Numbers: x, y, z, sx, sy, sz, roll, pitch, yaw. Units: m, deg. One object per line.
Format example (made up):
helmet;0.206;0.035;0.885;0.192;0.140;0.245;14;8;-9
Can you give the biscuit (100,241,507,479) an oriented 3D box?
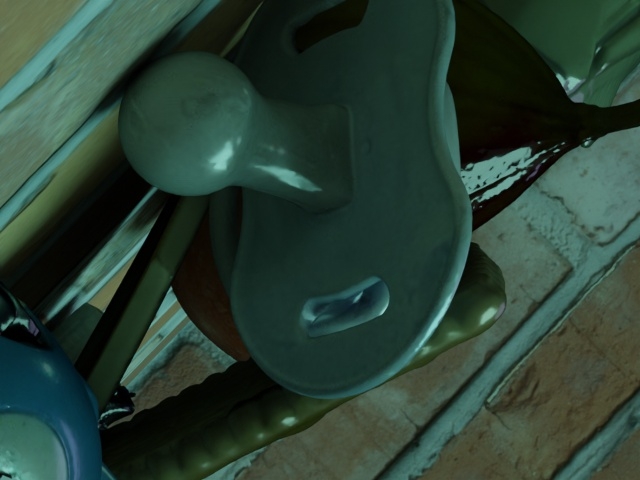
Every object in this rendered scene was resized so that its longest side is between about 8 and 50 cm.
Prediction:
biscuit;-0.022;0.097;1.250;0.324;0.044;0.217;-28;-176;5

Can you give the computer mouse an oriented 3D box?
computer mouse;0.192;-0.214;1.582;0.145;0.228;0.429;-48;179;15

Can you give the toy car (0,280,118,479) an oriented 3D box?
toy car;-0.191;0.123;0.937;0.188;0.190;0.255;-44;176;-13

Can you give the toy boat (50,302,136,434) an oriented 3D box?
toy boat;-0.259;0.184;1.650;0.269;0.140;0.141;-60;-177;-18

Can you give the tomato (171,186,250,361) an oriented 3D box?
tomato;0.000;0.000;1.599;0.265;0.265;0.265;-46;178;-2

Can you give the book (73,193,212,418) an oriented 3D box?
book;-0.150;0.067;1.390;0.389;0.032;0.269;-57;-173;39

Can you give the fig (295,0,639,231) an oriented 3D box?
fig;0.109;-0.091;1.289;0.320;0.217;0.217;-2;-153;35

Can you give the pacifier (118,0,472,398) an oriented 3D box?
pacifier;-0.030;-0.053;1.111;0.238;0.287;0.225;-15;157;42
